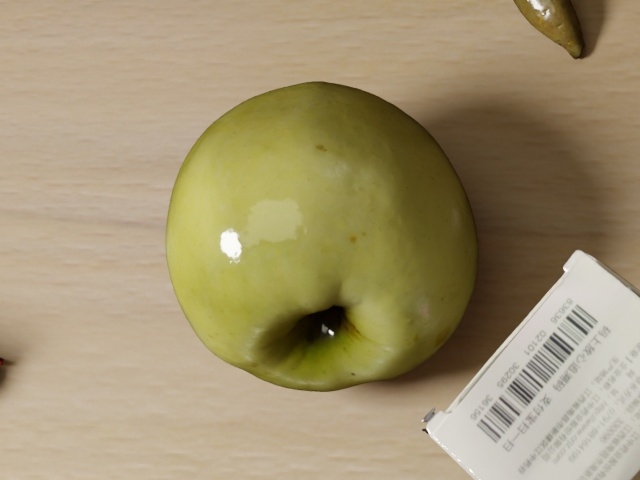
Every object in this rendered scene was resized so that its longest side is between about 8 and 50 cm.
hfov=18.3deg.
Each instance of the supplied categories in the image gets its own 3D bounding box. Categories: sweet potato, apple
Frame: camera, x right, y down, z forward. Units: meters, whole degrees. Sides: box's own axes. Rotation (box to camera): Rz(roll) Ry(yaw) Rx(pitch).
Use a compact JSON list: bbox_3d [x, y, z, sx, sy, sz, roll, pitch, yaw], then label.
[{"bbox_3d":[0.191,-0.281,1.788,0.059,0.069,0.249,-2,82,-24],"label":"sweet potato"},{"bbox_3d":[0.000,0.000,1.672,0.262,0.262,0.262,-9,66,20],"label":"apple"}]

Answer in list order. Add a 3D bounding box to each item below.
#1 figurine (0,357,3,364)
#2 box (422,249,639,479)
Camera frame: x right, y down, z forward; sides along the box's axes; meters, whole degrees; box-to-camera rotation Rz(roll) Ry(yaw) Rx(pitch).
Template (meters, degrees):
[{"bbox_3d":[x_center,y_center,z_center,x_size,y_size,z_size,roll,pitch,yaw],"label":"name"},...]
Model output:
[{"bbox_3d":[-0.437,0.180,1.849,0.183,0.160,0.226,18,87,29],"label":"figurine"},{"bbox_3d":[0.225,0.160,1.450,0.173,0.333,0.145,-49,57,-1],"label":"box"}]
